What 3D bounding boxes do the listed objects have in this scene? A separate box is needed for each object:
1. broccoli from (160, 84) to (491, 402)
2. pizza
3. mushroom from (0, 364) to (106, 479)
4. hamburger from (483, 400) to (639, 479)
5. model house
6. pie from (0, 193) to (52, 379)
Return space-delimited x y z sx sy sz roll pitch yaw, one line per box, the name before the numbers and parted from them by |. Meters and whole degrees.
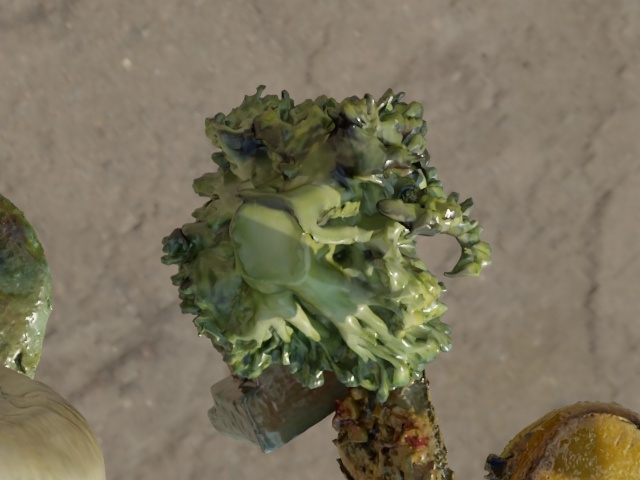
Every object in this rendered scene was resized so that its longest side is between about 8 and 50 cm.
broccoli | 0.004 -0.002 1.790 0.324 0.272 0.334 8 96 -13
pizza | 0.084 0.202 1.910 0.074 0.251 0.288 -8 122 -21
mushroom | -0.235 0.090 0.851 0.260 0.254 0.234 8 99 -10
hamburger | 0.254 0.229 1.564 0.191 0.118 0.182 -41 101 -1
model house | -0.061 0.051 2.096 0.267 0.194 0.325 -31 103 -20
pie | -0.391 0.065 1.621 0.277 0.277 0.078 -27 172 -15
